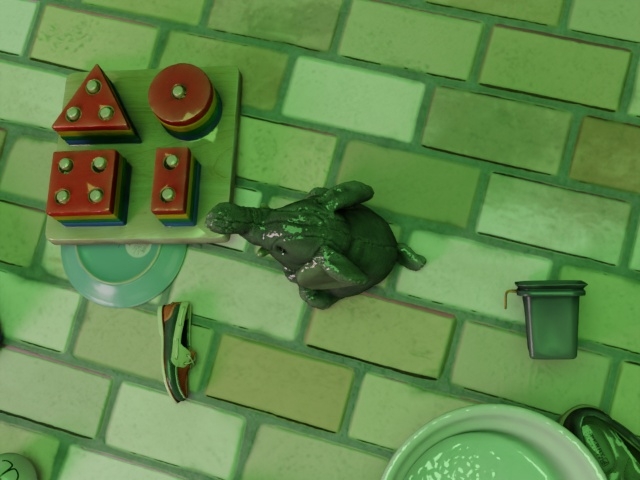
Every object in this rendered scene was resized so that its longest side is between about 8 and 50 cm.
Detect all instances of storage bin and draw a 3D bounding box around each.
[{"bbox_3d":[0.275,0.095,1.236,0.098,0.135,0.091,-1,89,10],"label":"storage bin"}]

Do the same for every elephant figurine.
[{"bbox_3d":[0.000,0.000,1.244,0.186,0.239,0.169,-38,75,2],"label":"elephant figurine"}]

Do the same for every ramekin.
[{"bbox_3d":[0.192,0.334,1.177,0.277,0.135,0.277,0,76,-2],"label":"ramekin"}]

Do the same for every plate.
[{"bbox_3d":[-0.278,0.000,1.407,0.188,0.024,0.188,-2,78,10],"label":"plate"}]

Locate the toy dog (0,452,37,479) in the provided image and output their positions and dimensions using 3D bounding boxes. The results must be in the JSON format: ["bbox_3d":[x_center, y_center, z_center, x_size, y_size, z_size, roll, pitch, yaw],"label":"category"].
[{"bbox_3d":[-0.528,0.410,1.305,0.220,0.161,0.334,22,84,13],"label":"toy dog"}]

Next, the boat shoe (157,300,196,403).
[{"bbox_3d":[-0.188,0.148,1.352,0.043,0.049,0.137,-10,73,6],"label":"boat shoe"}]

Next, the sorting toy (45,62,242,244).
[{"bbox_3d":[-0.249,-0.130,1.376,0.257,0.089,0.256,-1,71,10],"label":"sorting toy"}]

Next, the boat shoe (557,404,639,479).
[{"bbox_3d":[0.382,0.317,1.188,0.103,0.092,0.285,-35,75,2],"label":"boat shoe"}]
